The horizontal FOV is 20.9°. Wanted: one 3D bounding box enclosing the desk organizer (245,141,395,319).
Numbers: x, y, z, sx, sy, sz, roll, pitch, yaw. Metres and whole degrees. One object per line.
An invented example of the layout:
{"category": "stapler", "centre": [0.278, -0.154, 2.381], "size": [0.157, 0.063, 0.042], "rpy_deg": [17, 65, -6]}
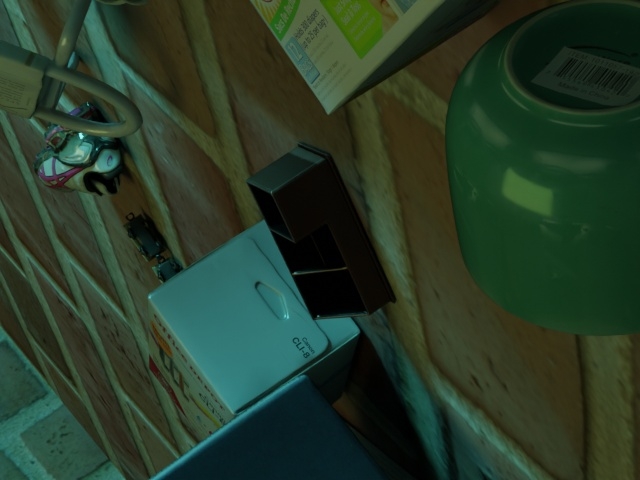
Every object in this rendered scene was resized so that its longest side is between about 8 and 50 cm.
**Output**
{"category": "desk organizer", "centre": [0.000, 0.000, 1.246], "size": [0.047, 0.050, 0.130], "rpy_deg": [28, 147, 58]}

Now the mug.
{"category": "mug", "centre": [0.129, -0.043, 0.714], "size": [0.129, 0.158, 0.097], "rpy_deg": [-106, 2, -47]}

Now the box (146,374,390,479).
{"category": "box", "centre": [0.014, 0.352, 1.358], "size": [0.395, 0.212, 0.293], "rpy_deg": [51, 163, 14]}

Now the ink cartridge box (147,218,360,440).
{"category": "ink cartridge box", "centre": [-0.059, 0.089, 1.443], "size": [0.128, 0.127, 0.176], "rpy_deg": [52, 162, 16]}

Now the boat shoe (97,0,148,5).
{"category": "boat shoe", "centre": [-0.132, -0.207, 1.128], "size": [0.105, 0.113, 0.306], "rpy_deg": [55, 167, -18]}

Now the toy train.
{"category": "toy train", "centre": [-0.153, 0.038, 1.786], "size": [0.158, 0.027, 0.036], "rpy_deg": [56, 174, -1]}

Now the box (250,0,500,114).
{"category": "box", "centre": [0.036, -0.149, 0.779], "size": [0.114, 0.103, 0.203], "rpy_deg": [56, 163, 1]}

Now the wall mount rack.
{"category": "wall mount rack", "centre": [-0.309, -0.188, 1.473], "size": [0.350, 0.130, 0.304], "rpy_deg": [20, 162, -9]}

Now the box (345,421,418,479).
{"category": "box", "centre": [0.058, 0.235, 1.499], "size": [0.324, 0.067, 0.063], "rpy_deg": [32, 151, 52]}

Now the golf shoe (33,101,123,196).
{"category": "golf shoe", "centre": [-0.241, -0.071, 1.753], "size": [0.086, 0.067, 0.186], "rpy_deg": [54, 163, 2]}
